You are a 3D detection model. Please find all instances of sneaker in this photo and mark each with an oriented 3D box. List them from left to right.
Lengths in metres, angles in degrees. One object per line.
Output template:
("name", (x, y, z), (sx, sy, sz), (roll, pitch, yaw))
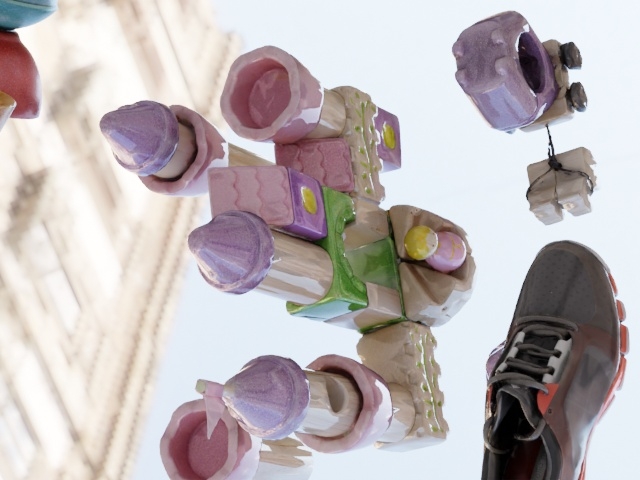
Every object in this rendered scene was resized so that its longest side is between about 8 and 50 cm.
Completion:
("sneaker", (0.110, 0.070, 0.952), (0.061, 0.065, 0.158), (0, -109, 26))

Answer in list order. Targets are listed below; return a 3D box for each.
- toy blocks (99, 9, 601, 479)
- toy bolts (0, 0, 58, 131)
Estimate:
("toy blocks", (0.000, 0.000, 1.292), (0.309, 0.260, 0.288), (-17, -110, 28))
("toy bolts", (-0.234, -0.162, 1.211), (0.218, 0.158, 0.228), (23, -168, 31))
